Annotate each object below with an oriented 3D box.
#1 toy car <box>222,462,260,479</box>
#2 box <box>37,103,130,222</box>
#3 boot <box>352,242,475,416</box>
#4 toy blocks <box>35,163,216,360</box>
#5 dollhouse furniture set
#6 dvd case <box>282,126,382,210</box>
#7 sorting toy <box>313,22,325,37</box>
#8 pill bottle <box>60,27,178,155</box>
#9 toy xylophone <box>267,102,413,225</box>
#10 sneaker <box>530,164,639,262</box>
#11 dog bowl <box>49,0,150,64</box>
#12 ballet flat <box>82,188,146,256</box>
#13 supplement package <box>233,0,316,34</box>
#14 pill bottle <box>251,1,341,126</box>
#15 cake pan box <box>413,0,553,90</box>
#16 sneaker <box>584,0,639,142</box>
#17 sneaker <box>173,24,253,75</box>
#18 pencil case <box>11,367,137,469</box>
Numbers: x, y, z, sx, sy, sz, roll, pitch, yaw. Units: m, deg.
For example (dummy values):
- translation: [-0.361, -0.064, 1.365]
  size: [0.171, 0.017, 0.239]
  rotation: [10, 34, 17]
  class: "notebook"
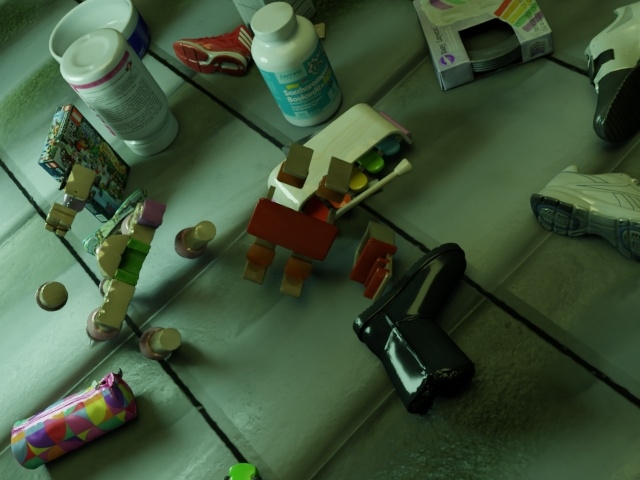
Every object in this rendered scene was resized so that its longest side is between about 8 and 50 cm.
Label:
- translation: [-0.126, 0.471, 1.092]
  size: [0.239, 0.053, 0.225]
  rotation: [-6, 56, 17]
  class: "toy car"
- translation: [-0.525, -0.169, 1.559]
  size: [0.044, 0.233, 0.159]
  rotation: [-7, 57, 18]
  class: "box"
- translation: [0.195, 0.147, 1.150]
  size: [0.246, 0.094, 0.207]
  rotation: [-41, 49, 1]
  class: "boot"
- translation: [-0.404, 0.059, 1.357]
  size: [0.260, 0.309, 0.289]
  rotation: [-25, 46, 62]
  class: "toy blocks"
- translation: [0.000, 0.000, 1.229]
  size: [0.259, 0.262, 0.135]
  rotation: [20, 36, -6]
  class: "dollhouse furniture set"
- translation: [0.020, -0.155, 1.469]
  size: [0.164, 0.018, 0.221]
  rotation: [-24, 53, 5]
  class: "dvd case"
- translation: [-0.019, -0.507, 1.720]
  size: [0.062, 0.012, 0.083]
  rotation: [-7, 53, 12]
  class: "sorting toy"
- translation: [-0.456, -0.335, 1.610]
  size: [0.160, 0.283, 0.160]
  rotation: [-10, 55, 15]
  class: "pill bottle"
- translation: [0.045, -0.139, 1.384]
  size: [0.322, 0.081, 0.236]
  rotation: [-32, 53, -1]
  class: "toy xylophone"
- translation: [0.509, -0.054, 1.156]
  size: [0.297, 0.111, 0.129]
  rotation: [27, 65, 32]
  class: "sneaker"
- translation: [-0.616, -0.564, 1.938]
  size: [0.265, 0.104, 0.265]
  rotation: [-11, 55, 16]
  class: "dog bowl"
- translation: [-0.445, -0.032, 1.555]
  size: [0.188, 0.070, 0.070]
  rotation: [-47, 54, -10]
  class: "ballet flat"
- translation: [-0.135, -0.625, 1.698]
  size: [0.139, 0.244, 0.134]
  rotation: [30, 73, 33]
  class: "supplement package"
- translation: [-0.057, -0.380, 1.493]
  size: [0.146, 0.264, 0.146]
  rotation: [-11, 55, 16]
  class: "pill bottle"
- translation: [0.350, -0.467, 1.514]
  size: [0.245, 0.070, 0.267]
  rotation: [-18, 54, 13]
  class: "cake pan box"
- translation: [0.565, -0.321, 1.315]
  size: [0.146, 0.122, 0.330]
  rotation: [10, 62, 47]
  class: "sneaker"
- translation: [-0.261, -0.497, 1.780]
  size: [0.221, 0.087, 0.128]
  rotation: [20, 58, 18]
  class: "sneaker"
- translation: [-0.459, 0.332, 1.289]
  size: [0.236, 0.104, 0.104]
  rotation: [-30, 52, 2]
  class: "pencil case"
